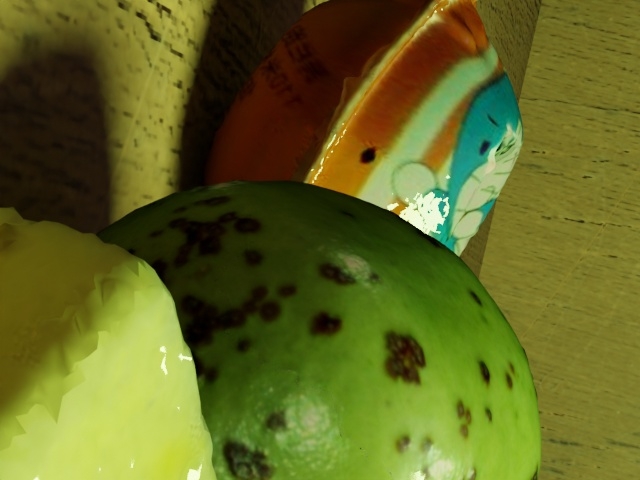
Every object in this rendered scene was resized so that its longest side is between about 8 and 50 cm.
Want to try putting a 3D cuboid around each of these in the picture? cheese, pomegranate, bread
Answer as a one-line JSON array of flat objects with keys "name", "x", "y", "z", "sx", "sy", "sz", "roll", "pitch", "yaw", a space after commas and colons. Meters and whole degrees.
[{"name": "cheese", "x": 0.000, "y": 0.000, "z": 0.918, "sx": 0.329, "sy": 0.129, "sz": 0.217, "roll": -62, "pitch": 169, "yaw": 20}, {"name": "pomegranate", "x": -0.018, "y": 0.106, "z": 0.645, "sx": 0.214, "sy": 0.214, "sz": 0.248, "roll": 39, "pitch": 35, "yaw": -78}, {"name": "bread", "x": -0.085, "y": 0.116, "z": 0.463, "sx": 0.266, "sy": 0.141, "sz": 0.178, "roll": 82, "pitch": -1, "yaw": -45}]
